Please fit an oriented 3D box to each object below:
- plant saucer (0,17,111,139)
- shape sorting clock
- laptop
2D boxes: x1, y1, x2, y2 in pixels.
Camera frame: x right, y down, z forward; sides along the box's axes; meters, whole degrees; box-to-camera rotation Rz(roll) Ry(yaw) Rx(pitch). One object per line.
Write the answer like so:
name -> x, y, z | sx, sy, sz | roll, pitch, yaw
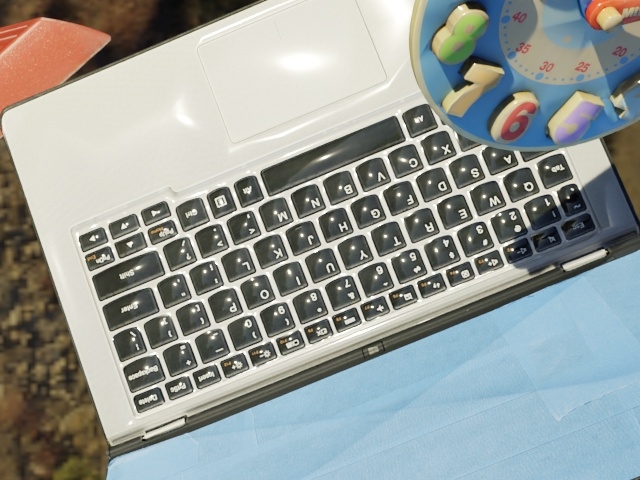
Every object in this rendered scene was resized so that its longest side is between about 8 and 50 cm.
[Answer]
plant saucer -> -0.326, -0.094, 1.220 | 0.258, 0.259, 0.048 | -47, 117, -26
shape sorting clock -> 0.146, -0.125, 0.795 | 0.206, 0.206, 0.040 | 50, 9, -45
laptop -> 0.000, 0.000, 0.894 | 0.236, 0.382, 0.408 | 53, 16, -75
